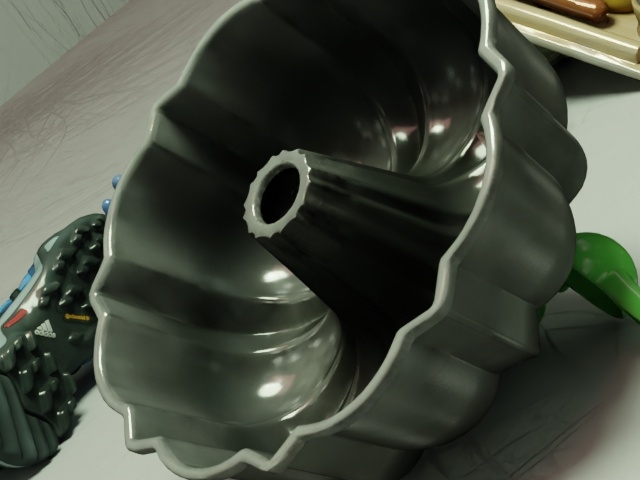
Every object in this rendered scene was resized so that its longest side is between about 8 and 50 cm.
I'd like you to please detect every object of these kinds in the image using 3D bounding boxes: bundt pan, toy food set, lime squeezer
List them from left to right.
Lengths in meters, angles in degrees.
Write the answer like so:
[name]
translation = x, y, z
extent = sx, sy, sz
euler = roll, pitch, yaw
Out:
[bundt pan]
translation = 0.019, -0.003, 1.031
extent = 0.331, 0.124, 0.330
euler = -29, 47, 37
[lime squeezer]
translation = 0.119, 0.054, 1.028
extent = 0.310, 0.059, 0.110
euler = -15, 56, 45
[toy food set]
translation = 0.222, -0.246, 1.410
extent = 0.306, 0.092, 0.220
euler = 25, 53, 34

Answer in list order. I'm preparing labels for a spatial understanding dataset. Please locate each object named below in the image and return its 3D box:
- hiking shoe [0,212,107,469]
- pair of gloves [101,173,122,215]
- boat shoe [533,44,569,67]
[hiking shoe]
translation = -0.238, 0.079, 1.472
extent = 0.132, 0.113, 0.304
euler = -22, 19, 31
[pair of gloves]
translation = -0.066, -0.018, 1.358
extent = 0.198, 0.159, 0.023
euler = -42, 8, -19
[boat shoe]
translation = 0.200, -0.212, 1.519
extent = 0.094, 0.109, 0.302
euler = -12, 24, 43
